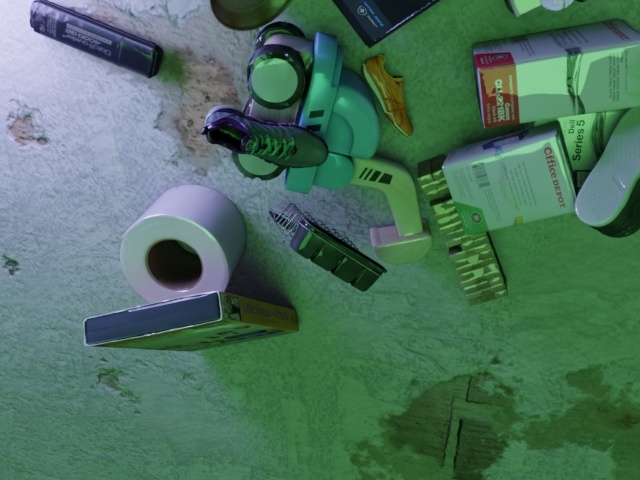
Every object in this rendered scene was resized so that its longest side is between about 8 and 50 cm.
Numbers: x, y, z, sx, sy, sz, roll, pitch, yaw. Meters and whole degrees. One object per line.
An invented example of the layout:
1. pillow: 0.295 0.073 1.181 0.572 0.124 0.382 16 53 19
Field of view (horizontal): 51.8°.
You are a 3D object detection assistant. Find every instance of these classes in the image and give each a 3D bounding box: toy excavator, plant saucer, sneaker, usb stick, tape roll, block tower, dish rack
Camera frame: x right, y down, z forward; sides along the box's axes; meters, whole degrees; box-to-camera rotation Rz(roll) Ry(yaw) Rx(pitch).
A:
1. toy excavator: 0.053 -0.173 1.315 0.444 0.222 0.433 11 120 -6
2. plant saucer: -0.124 -0.480 1.210 0.036 0.198 0.199 51 120 26
3. sneaker: 0.146 -0.285 1.309 0.067 0.064 0.175 -28 112 11
4. sneaker: 0.567 -0.132 1.173 0.296 0.104 0.147 -55 143 3
5. usb stick: -0.460 -0.415 1.354 0.277 0.045 0.077 21 125 -2
6. sneaker: -0.096 -0.161 1.136 0.223 0.098 0.083 15 119 -6
7. tape roll: -0.300 0.017 1.476 0.245 0.169 0.246 4 117 8
8. block tower: 0.307 -0.016 1.400 0.090 0.097 0.336 -20 113 18
9. dish rack: 0.000 0.000 1.365 0.208 0.271 0.074 33 97 -25

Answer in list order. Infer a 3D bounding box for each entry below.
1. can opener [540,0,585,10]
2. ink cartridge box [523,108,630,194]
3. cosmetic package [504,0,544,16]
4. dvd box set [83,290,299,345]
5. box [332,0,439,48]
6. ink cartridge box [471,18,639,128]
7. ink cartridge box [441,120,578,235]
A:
1. can opener: 0.341 -0.494 1.029 0.093 0.074 0.280 -36 111 -12
2. ink cartridge box: 0.537 -0.171 1.269 0.272 0.115 0.199 0 117 10
3. cosmetic package: 0.335 -0.551 1.103 0.153 0.129 0.296 -24 111 19
4. dvd box set: -0.261 0.188 1.446 0.307 0.420 0.062 -13 76 16
5. box: 0.107 -0.520 1.099 0.293 0.073 0.296 -22 116 44
6. ink cartridge box: 0.418 -0.301 1.177 0.272 0.197 0.114 -7 117 13
7. ink cartridge box: 0.355 -0.113 1.224 0.212 0.093 0.154 -13 113 28
